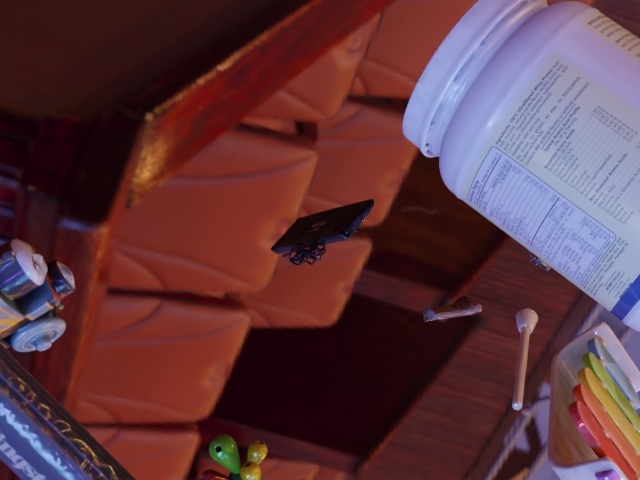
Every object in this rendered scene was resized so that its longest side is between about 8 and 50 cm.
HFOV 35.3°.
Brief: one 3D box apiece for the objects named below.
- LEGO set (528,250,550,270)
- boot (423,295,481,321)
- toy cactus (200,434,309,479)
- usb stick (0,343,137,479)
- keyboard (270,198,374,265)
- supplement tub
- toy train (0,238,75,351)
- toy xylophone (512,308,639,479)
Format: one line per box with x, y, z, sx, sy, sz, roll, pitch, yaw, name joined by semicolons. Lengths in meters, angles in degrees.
0.275;-0.001;1.247;0.023;0.054;0.083;-37;156;-24;LEGO set
0.241;0.137;1.960;0.106;0.114;0.037;160;-82;-70;boot
-0.044;0.300;1.065;0.112;0.219;0.180;-61;-173;-34;toy cactus
-0.220;0.148;0.767;0.077;0.278;0.045;-35;-167;31;usb stick
0.000;0.000;1.299;0.100;0.038;0.192;-47;-164;-25;keyboard
0.269;-0.090;1.007;0.235;0.325;0.235;-46;163;-18;supplement tub
-0.486;0.116;1.314;0.142;0.334;0.190;59;-3;21;toy train
0.327;0.210;1.224;0.081;0.236;0.322;-31;-157;25;toy xylophone
